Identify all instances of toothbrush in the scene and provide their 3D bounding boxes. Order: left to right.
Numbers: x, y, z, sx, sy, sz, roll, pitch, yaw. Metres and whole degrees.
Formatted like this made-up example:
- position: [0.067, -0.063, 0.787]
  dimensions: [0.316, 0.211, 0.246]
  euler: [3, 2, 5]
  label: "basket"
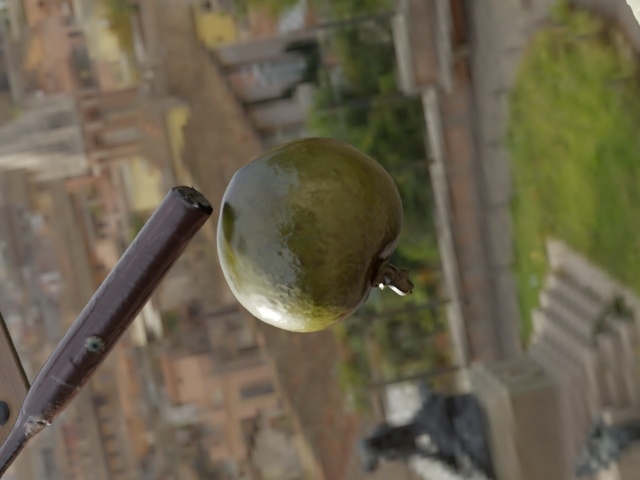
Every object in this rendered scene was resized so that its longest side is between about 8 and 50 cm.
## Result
- position: [-0.203, 0.099, 1.552]
  dimensions: [0.364, 0.041, 0.041]
  euler: [-52, 33, 18]
  label: "toothbrush"

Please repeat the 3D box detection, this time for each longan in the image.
- position: [0.000, 0.000, 1.520]
  dimensions: [0.154, 0.176, 0.145]
  euler: [-53, 7, 17]
  label: "longan"

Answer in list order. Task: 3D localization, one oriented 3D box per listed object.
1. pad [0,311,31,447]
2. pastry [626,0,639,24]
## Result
- position: [-0.415, 0.136, 1.864]
  dimensions: [0.018, 0.284, 0.286]
  euler: [15, -137, -57]
  label: "pad"
- position: [0.364, -0.241, 1.509]
  dimensions: [0.265, 0.133, 0.264]
  euler: [0, 90, 35]
  label: "pastry"
